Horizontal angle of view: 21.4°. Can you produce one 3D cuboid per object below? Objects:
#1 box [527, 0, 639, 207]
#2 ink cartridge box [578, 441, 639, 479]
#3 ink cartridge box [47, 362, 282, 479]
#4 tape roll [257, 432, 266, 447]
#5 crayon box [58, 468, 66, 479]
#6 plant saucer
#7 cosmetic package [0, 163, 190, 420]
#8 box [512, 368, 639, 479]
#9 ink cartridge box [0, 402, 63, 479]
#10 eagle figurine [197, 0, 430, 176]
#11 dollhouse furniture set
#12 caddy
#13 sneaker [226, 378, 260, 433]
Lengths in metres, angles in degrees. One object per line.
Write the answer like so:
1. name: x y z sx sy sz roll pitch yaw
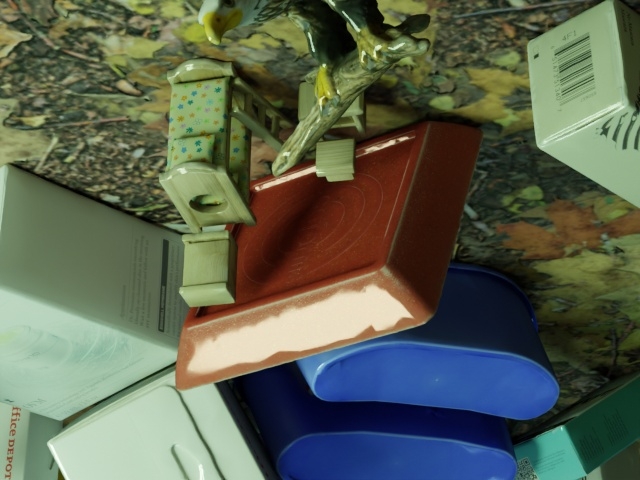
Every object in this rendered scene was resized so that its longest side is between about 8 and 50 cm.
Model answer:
1. box: 0.296 -0.087 1.418 0.275 0.113 0.094 24 142 -39
2. ink cartridge box: 0.301 0.390 2.109 0.201 0.278 0.117 -22 148 33
3. ink cartridge box: -0.146 0.220 1.666 0.168 0.171 0.232 -29 180 -2
4. tape roll: -0.031 0.325 1.907 0.274 0.090 0.275 26 155 13
5. crayon box: -0.340 0.362 2.273 0.318 0.081 0.202 17 148 -29
6. plant saucer: 0.000 0.000 1.463 0.259 0.258 0.048 -17 123 29
7. cosmetic package: -0.281 0.059 1.661 0.224 0.138 0.224 24 143 -34
8. box: 0.309 0.204 1.870 0.244 0.060 0.100 -23 174 -46
9. ink cartridge box: -0.415 0.258 2.022 0.190 0.140 0.082 -11 148 18
10. eagle figurine: -0.063 -0.209 1.167 0.298 0.225 0.226 41 94 -10
11. dollhouse furniture set: -0.044 -0.055 1.401 0.160 0.182 0.101 -7 150 13
12. caddy: 0.078 0.135 1.745 0.341 0.179 0.241 8 123 -23
13. sneaker: -0.078 0.177 1.908 0.115 0.105 0.281 25 143 -35
